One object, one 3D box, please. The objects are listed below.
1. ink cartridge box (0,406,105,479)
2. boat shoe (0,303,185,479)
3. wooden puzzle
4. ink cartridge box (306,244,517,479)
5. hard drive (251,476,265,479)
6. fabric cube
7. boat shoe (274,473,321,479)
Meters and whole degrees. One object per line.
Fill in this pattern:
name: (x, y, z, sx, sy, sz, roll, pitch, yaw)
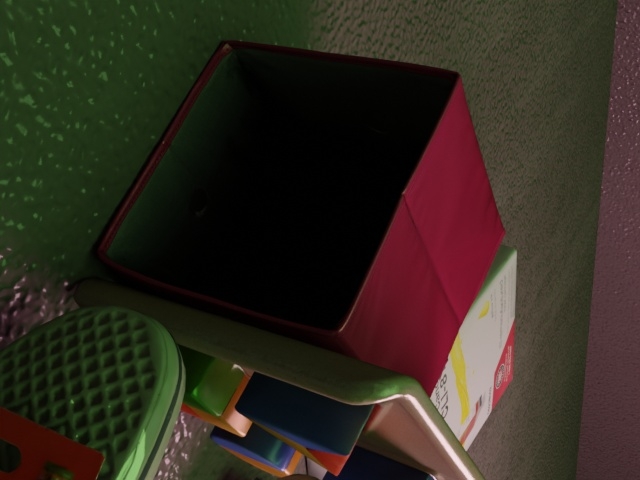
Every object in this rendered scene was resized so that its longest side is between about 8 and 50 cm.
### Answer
ink cartridge box: (-0.266, 0.207, 0.489, 0.066, 0.189, 0.232, 45, 65, -70)
boat shoe: (-0.244, 0.277, 0.577, 0.500, 0.187, 0.156, -63, 154, -9)
wooden puzzle: (-0.021, 0.165, 0.718, 0.348, 0.322, 0.080, 49, 60, -49)
ink cartridge box: (0.146, 0.202, 1.198, 0.385, 0.161, 0.279, -42, 137, -43)
hard drive: (-0.059, 0.459, 1.020, 0.236, 0.064, 0.339, -62, 147, -22)
fabric cube: (0.000, 0.000, 0.775, 0.259, 0.254, 0.258, -63, 150, -20)
boat shoe: (-0.142, 0.330, 0.678, 0.367, 0.135, 0.156, -40, 158, 26)
